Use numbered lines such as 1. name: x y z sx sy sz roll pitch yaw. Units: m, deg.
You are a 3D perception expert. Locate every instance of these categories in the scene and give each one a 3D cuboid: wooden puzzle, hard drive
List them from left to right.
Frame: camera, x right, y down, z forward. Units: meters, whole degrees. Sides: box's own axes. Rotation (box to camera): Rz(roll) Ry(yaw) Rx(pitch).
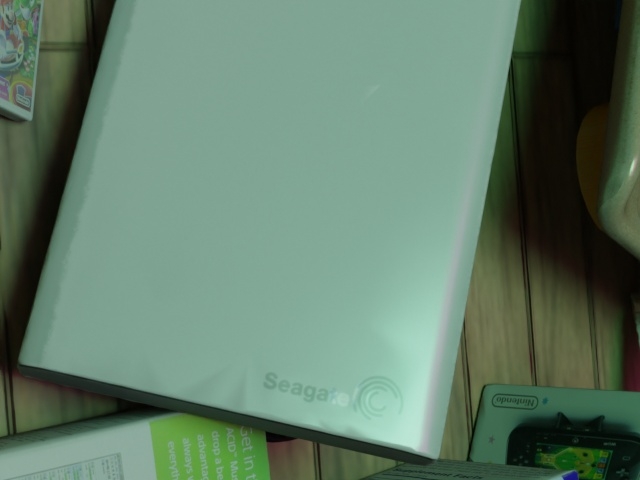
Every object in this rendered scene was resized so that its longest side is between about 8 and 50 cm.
1. hard drive: -0.013 -0.061 0.696 0.203 0.040 0.307 14 73 -6
2. wooden puzzle: 0.269 -0.088 0.944 0.348 0.080 0.322 36 57 -43

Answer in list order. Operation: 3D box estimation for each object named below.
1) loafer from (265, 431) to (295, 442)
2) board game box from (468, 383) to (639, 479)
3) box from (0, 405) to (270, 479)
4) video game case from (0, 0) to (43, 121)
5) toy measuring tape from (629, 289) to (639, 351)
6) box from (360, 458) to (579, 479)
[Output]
1. loafer: 0.000 0.000 0.746 0.080 0.078 0.220 2 87 -39
2. board game box: 0.173 0.242 0.784 0.097 0.224 0.303 25 72 -37
3. box: -0.153 0.209 0.628 0.322 0.058 0.232 -7 92 -38
4. video game case: -0.150 -0.123 0.641 0.087 0.011 0.122 29 65 -75
5. toy measuring tape: 0.254 0.201 0.948 0.121 0.121 0.330 11 64 -39
6. box: 0.056 0.172 0.753 0.137 0.126 0.072 -13 95 -39
